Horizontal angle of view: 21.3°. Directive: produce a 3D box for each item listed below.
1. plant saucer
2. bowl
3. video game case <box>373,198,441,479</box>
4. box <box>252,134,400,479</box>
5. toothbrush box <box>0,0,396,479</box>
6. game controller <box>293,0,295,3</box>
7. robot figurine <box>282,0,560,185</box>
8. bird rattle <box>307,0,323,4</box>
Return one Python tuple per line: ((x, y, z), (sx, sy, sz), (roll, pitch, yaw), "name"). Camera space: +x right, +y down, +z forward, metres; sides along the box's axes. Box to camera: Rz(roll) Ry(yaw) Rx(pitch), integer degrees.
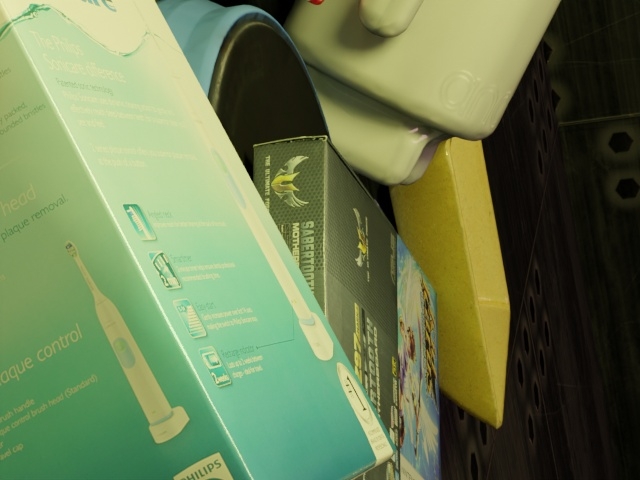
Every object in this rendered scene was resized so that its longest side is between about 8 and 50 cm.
((0.146, 0.000, 1.910), (0.333, 0.081, 0.333), (-69, 149, -67), "plant saucer")
((-0.055, 0.016, 1.226), (0.391, 0.077, 0.391), (-7, 90, -74), "bowl")
((0.062, 0.131, 1.626), (0.244, 0.061, 0.269), (55, 32, -62), "video game case")
((0.006, 0.069, 1.168), (0.183, 0.059, 0.233), (49, 37, -62), "box")
((-0.107, 0.007, 0.772), (0.295, 0.126, 0.216), (62, 14, 6), "toothbrush box")
((0.022, -0.304, 1.508), (0.166, 0.067, 0.319), (-44, 148, -38), "game controller")
((0.100, -0.222, 1.416), (0.353, 0.200, 0.300), (-64, 173, 9), "robot figurine")
((-0.016, -0.314, 1.259), (0.207, 0.143, 0.253), (-46, 131, -14), "bird rattle")
